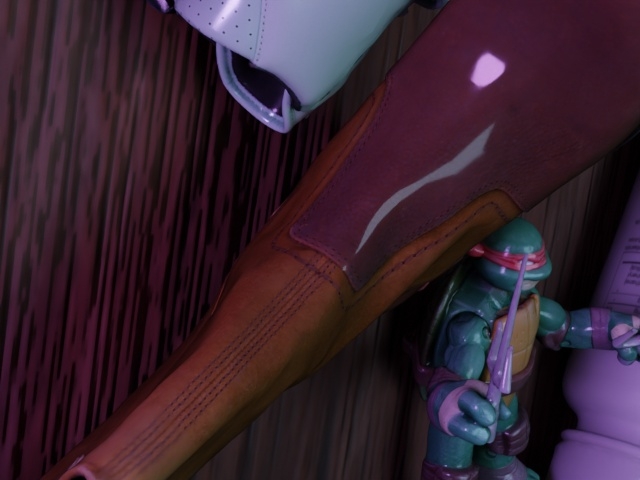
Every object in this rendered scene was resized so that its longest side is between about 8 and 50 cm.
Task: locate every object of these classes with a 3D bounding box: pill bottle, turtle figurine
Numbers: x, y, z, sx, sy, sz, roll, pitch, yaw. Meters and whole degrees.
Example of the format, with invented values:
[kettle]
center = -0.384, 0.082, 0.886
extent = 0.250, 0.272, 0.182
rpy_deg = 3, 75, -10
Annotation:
[pill bottle]
center = 0.255, 0.062, 0.935
extent = 0.160, 0.160, 0.283
rpy_deg = 36, 74, -53
[turtle figurine]
center = 0.103, 0.070, 0.766
extent = 0.175, 0.118, 0.234
rpy_deg = -19, 134, -34

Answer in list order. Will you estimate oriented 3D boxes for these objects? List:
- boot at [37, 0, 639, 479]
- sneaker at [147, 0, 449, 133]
[boot]
center = 0.000, 0.000, 0.532
extent = 0.096, 0.264, 0.280
rpy_deg = 52, 51, -1
[sneaker]
center = 0.018, -0.119, 0.618
extent = 0.151, 0.094, 0.256
rpy_deg = -56, 161, 11
